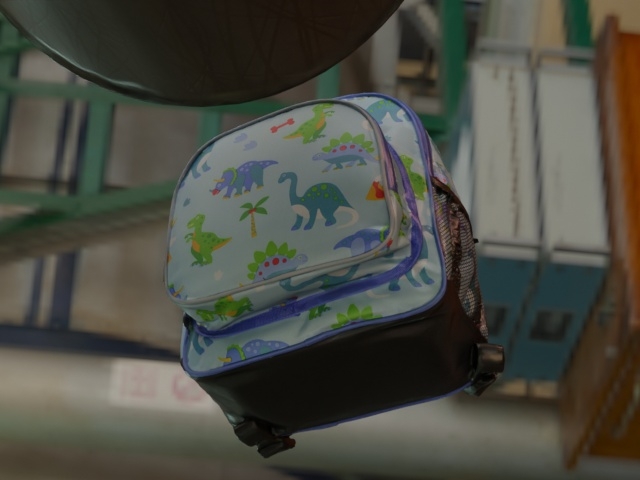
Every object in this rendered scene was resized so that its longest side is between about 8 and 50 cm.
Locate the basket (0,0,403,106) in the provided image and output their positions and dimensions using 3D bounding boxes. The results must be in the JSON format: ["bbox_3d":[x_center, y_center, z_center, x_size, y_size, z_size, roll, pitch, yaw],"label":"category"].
[{"bbox_3d":[-0.069,-0.165,0.370,0.227,0.154,0.204,52,-164,-64],"label":"basket"}]

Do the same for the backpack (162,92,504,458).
[{"bbox_3d":[0.000,0.000,0.574,0.114,0.105,0.084,-93,-20,-47],"label":"backpack"}]
